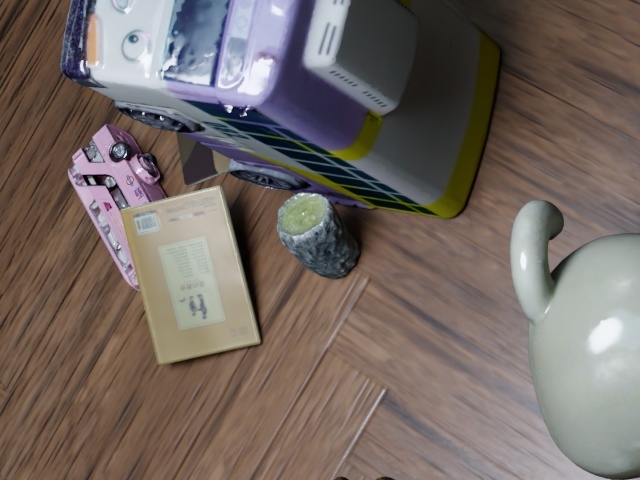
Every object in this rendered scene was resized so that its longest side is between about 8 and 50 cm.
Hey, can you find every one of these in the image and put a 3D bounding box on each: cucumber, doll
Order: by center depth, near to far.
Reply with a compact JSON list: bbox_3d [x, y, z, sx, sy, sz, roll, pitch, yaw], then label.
[{"bbox_3d":[0.345,0.094,1.466,0.370,0.226,0.215,7,49,22],"label":"doll"},{"bbox_3d":[-0.001,-0.001,1.755,0.064,0.112,0.064,-10,60,18],"label":"cucumber"}]

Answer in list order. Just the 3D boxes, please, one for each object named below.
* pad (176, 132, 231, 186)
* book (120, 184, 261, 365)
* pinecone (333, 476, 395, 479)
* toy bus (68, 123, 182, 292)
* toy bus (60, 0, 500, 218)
[{"bbox_3d":[-0.103,-0.190,1.927,0.158,0.003,0.235,-20,67,25],"label":"pad"},{"bbox_3d":[-0.137,0.037,1.828,0.118,0.012,0.172,-12,93,16],"label":"book"},{"bbox_3d":[-0.018,0.346,1.608,0.309,0.244,0.244,-40,59,-3],"label":"pinecone"},{"bbox_3d":[-0.203,-0.032,1.908,0.090,0.063,0.203,-40,61,16],"label":"toy bus"},{"bbox_3d":[-0.018,-0.170,1.613,0.249,0.440,0.209,10,82,31],"label":"toy bus"}]
